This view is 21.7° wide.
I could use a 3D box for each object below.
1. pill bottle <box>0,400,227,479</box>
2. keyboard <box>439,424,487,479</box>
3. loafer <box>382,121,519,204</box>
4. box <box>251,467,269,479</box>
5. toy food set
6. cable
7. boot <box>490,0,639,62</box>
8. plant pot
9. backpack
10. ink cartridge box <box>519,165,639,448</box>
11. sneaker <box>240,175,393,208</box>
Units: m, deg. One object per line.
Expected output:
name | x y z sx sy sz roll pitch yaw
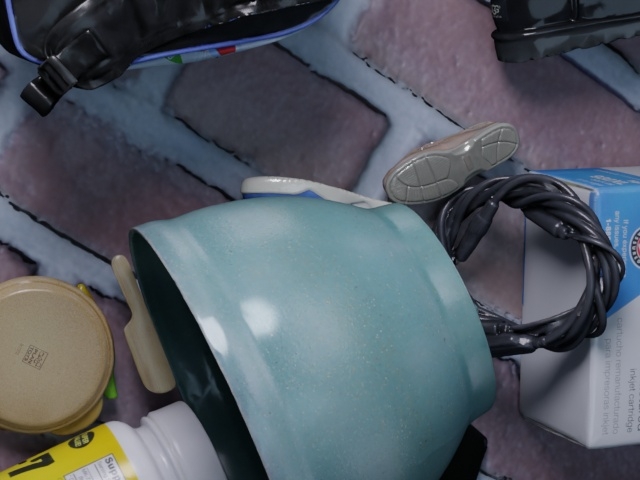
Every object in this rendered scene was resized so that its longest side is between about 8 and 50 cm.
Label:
pill bottle | -0.180 0.211 1.283 0.209 0.119 0.119 -24 106 -17
keyboard | 0.077 0.230 1.408 0.100 0.038 0.192 43 57 -36
loafer | 0.106 -0.066 1.399 0.125 0.039 0.045 -24 115 -13
box | -0.030 0.302 1.390 0.175 0.051 0.220 -42 110 -12
toy food set | -0.222 0.093 1.299 0.192 0.038 0.132 -19 98 -11
cable | 0.168 0.018 1.365 0.047 0.185 0.150 6 76 -48
boot | 0.238 -0.273 1.385 0.247 0.094 0.207 -15 107 -12
plant pot | 0.006 0.087 1.234 0.196 0.293 0.293 -24 106 -12
backpack | -0.107 -0.244 1.197 0.264 0.213 0.276 -4 106 -12
ink cartridge box | 0.339 0.049 1.454 0.308 0.129 0.223 -3 98 -21
sneaker | 0.001 0.000 1.354 0.152 0.058 0.084 14 84 -29
